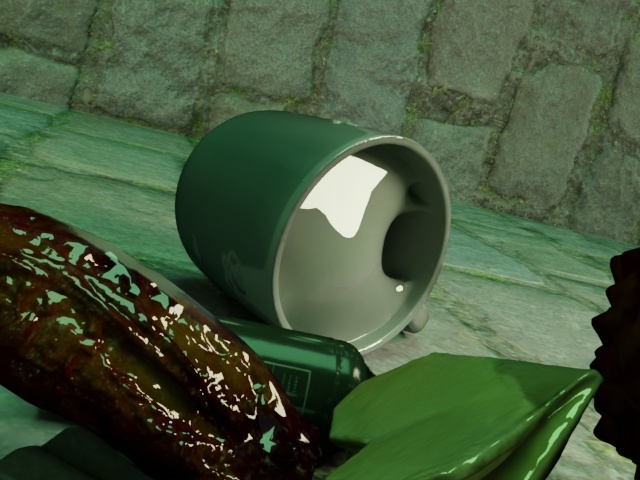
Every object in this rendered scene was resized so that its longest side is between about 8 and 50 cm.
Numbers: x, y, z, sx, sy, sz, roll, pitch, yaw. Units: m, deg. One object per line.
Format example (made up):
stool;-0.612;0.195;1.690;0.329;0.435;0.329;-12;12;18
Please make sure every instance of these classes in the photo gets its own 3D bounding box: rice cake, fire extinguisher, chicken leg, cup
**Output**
rice cake;-0.081;0.171;0.402;0.226;0.040;0.085;19;13;18
fire extinguisher;-0.063;0.115;0.574;0.311;0.114;0.095;12;52;-7
chicken leg;-0.174;0.031;0.437;0.407;0.096;0.158;30;-8;11
cup;0.000;0.000;0.903;0.274;0.259;0.357;27;-14;47

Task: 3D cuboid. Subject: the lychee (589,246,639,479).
lychee;0.411;0.114;0.420;0.499;0.425;0.424;29;11;-5

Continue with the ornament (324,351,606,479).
ornament;0.089;0.116;0.439;0.180;0.059;0.201;-24;7;9
